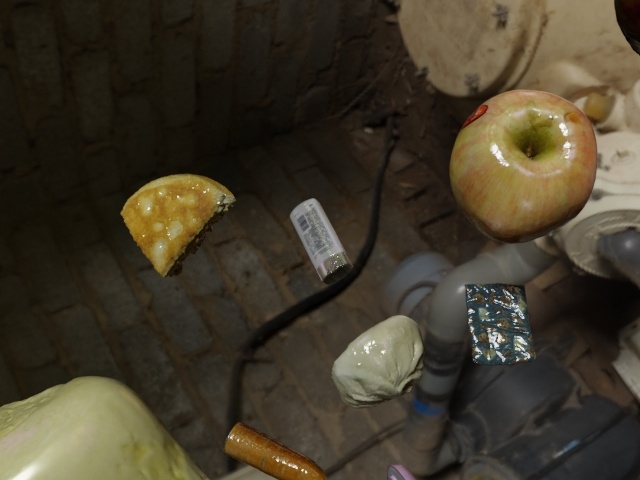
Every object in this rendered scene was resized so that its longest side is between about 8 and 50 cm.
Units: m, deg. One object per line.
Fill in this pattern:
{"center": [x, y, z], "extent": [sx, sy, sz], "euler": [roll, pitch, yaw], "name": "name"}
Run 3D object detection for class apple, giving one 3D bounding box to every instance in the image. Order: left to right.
{"center": [0.529, -0.185, 2.049], "extent": [0.391, 0.392, 0.346], "euler": [60, 173, 19], "name": "apple"}

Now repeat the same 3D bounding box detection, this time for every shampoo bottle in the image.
{"center": [0.000, 0.000, 1.933], "extent": [0.056, 0.086, 0.227], "euler": [37, -160, -53], "name": "shampoo bottle"}

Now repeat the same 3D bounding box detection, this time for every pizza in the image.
{"center": [-0.341, -0.082, 1.852], "extent": [0.268, 0.087, 0.258], "euler": [-49, 59, 17], "name": "pizza"}

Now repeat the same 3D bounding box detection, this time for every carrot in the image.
{"center": [-0.055, 0.272, 0.963], "extent": [0.139, 0.048, 0.048], "euler": [18, 130, 27], "name": "carrot"}

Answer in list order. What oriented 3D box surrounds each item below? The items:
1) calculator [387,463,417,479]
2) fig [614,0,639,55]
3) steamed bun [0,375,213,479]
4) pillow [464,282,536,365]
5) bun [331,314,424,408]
{"center": [0.162, 0.466, 1.174], "extent": [0.194, 0.043, 0.294], "euler": [-134, 29, -54], "name": "calculator"}
{"center": [0.460, -0.311, 0.824], "extent": [0.217, 0.321, 0.217], "euler": [32, 155, 17], "name": "fig"}
{"center": [-0.196, 0.233, 0.563], "extent": [0.273, 0.166, 0.232], "euler": [-23, 104, 27], "name": "steamed bun"}
{"center": [0.529, 0.245, 2.298], "extent": [0.034, 0.189, 0.255], "euler": [94, 175, -65], "name": "pillow"}
{"center": [0.135, 0.270, 1.636], "extent": [0.133, 0.231, 0.231], "euler": [44, 147, 27], "name": "bun"}
